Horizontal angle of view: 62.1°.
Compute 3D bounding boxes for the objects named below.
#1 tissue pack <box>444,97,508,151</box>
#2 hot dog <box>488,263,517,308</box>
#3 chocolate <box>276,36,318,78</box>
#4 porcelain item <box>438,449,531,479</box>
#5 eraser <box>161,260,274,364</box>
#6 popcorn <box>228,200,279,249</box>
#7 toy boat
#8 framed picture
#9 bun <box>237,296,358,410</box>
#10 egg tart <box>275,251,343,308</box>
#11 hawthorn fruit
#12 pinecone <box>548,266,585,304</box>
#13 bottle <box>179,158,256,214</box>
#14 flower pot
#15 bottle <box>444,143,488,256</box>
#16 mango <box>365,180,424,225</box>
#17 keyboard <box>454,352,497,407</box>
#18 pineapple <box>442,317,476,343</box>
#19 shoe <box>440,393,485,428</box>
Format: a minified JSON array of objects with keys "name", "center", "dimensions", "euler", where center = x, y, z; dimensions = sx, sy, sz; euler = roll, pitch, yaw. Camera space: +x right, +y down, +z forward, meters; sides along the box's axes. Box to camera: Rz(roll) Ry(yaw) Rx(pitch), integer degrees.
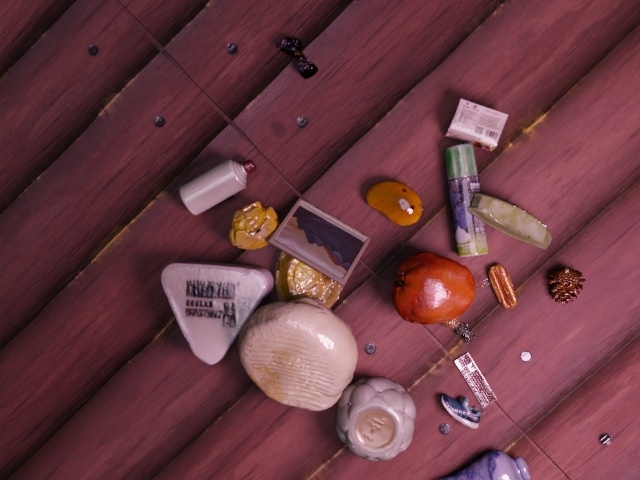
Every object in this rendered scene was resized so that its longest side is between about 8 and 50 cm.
[{"name":"tissue pack","center":[0.463,-0.343,1.587],"dimensions":[0.148,0.099,0.106],"euler":[21,90,6]},{"name":"hot dog","center":[0.553,0.140,1.607],"dimensions":[0.062,0.038,0.144],"euler":[-22,90,3]},{"name":"chocolate","center":[-0.069,-0.579,1.663],"dimensions":[0.072,0.070,0.147],"euler":[-34,87,-23]},{"name":"porcelain item","center":[0.485,0.710,1.569],"dimensions":[0.259,0.141,0.141],"euler":[-27,87,13]},{"name":"eraser","center":[-0.291,0.175,1.640],"dimensions":[0.331,0.150,0.332],"euler":[0,89,4]},{"name":"popcorn","center":[-0.205,-0.043,1.640],"dimensions":[0.167,0.152,0.149],"euler":[-20,124,-17]},{"name":"toy boat","center":[0.568,-0.056,1.550],"dimensions":[0.293,0.055,0.093],"euler":[26,83,-13]},{"name":"framed picture","center":[0.000,0.000,1.628],"dimensions":[0.265,0.018,0.192],"euler":[29,61,5]},{"name":"bun","center":[-0.059,0.310,1.562],"dimensions":[0.365,0.219,0.365],"euler":[7,121,13]},{"name":"egg tart","center":[-0.039,0.115,1.644],"dimensions":[0.231,0.098,0.252],"euler":[34,89,1]},{"name":"hawthorn fruit","center":[0.357,0.140,1.552],"dimensions":[0.298,0.211,0.211],"euler":[0,90,-9]},{"name":"pinecone","center":[0.717,0.132,1.565],"dimensions":[0.102,0.102,0.109],"euler":[20,102,6]},{"name":"bottle","center":[-0.313,-0.179,1.665],"dimensions":[0.245,0.104,0.104],"euler":[-29,87,5]},{"name":"flower pot","center":[0.162,0.523,1.567],"dimensions":[0.246,0.195,0.246],"euler":[0,91,6]},{"name":"bottle","center":[0.436,-0.119,1.593],"dimensions":[0.093,0.093,0.330],"euler":[-7,89,6]},{"name":"mango","center":[0.229,-0.120,1.619],"dimensions":[0.178,0.090,0.115],"euler":[36,101,13]},{"name":"keyboard","center":[0.472,0.428,1.624],"dimensions":[0.055,0.017,0.166],"euler":[-32,87,5]},{"name":"pineapple","center":[0.419,0.265,1.612],"dimensions":[0.124,0.058,0.058],"euler":[44,94,4]},{"name":"shoe","center":[0.426,0.505,1.606],"dimensions":[0.143,0.064,0.071],"euler":[33,94,2]}]
